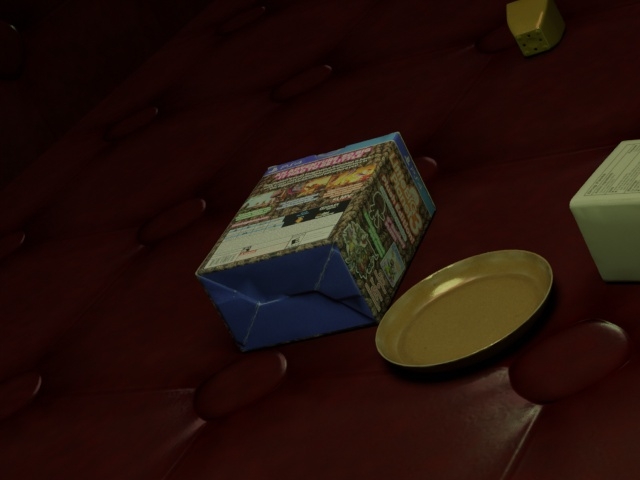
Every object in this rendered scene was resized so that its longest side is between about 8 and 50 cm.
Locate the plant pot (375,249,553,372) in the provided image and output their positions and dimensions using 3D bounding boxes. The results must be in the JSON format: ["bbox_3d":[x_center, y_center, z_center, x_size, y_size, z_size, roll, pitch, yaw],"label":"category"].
[{"bbox_3d":[0.181,0.092,1.760,0.236,0.032,0.236,-24,23,11],"label":"plant pot"}]

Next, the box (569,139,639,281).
[{"bbox_3d":[0.459,-0.039,1.612,0.311,0.121,0.148,-1,35,47],"label":"box"}]

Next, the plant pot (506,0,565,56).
[{"bbox_3d":[0.368,-0.364,2.447,0.081,0.081,0.083,-15,37,27],"label":"plant pot"}]

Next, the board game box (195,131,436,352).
[{"bbox_3d":[0.000,0.000,2.010,0.232,0.141,0.291,-14,27,30],"label":"board game box"}]
